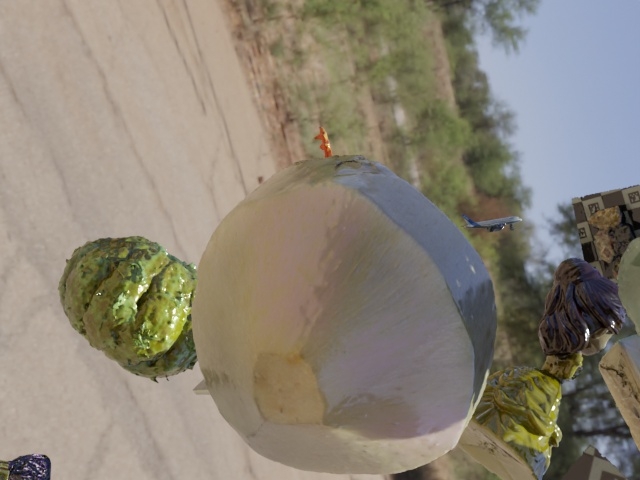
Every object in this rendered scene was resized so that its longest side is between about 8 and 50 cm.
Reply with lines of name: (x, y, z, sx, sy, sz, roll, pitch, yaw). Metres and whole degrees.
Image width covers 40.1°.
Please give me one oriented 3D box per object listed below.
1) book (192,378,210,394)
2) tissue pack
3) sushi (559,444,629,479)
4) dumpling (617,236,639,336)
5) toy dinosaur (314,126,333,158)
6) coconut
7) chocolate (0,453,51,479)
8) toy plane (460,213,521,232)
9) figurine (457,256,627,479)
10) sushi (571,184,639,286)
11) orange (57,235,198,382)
book: (-0.071, 0.212, 1.684, 0.389, 0.269, 0.032, -14, -67, 56)
tissue pack: (0.563, 0.205, 1.313, 0.125, 0.234, 0.159, 90, -18, -61)
sushi: (0.374, 0.462, 1.130, 0.292, 0.294, 0.059, 43, 21, 20)
dumpling: (0.437, 0.049, 0.962, 0.108, 0.219, 0.153, -8, 97, -44)
toy dinosaur: (0.000, 0.000, 1.102, 0.070, 0.117, 0.288, -11, -89, 56)
coconut: (0.014, 0.063, 0.694, 0.259, 0.259, 0.259, -13, 90, -82)
chocolate: (-0.466, 0.339, 1.262, 0.147, 0.070, 0.072, 8, 107, -44)
toy plane: (0.237, -0.023, 1.213, 0.078, 0.084, 0.024, -176, -91, -87)
figurine: (0.332, 0.181, 1.254, 0.168, 0.315, 0.187, 40, -17, 15)
sushi: (0.606, 0.003, 1.767, 0.050, 0.192, 0.215, -12, 91, -50)
orange: (-0.330, 0.107, 1.589, 0.300, 0.223, 0.301, 32, -7, 40)
